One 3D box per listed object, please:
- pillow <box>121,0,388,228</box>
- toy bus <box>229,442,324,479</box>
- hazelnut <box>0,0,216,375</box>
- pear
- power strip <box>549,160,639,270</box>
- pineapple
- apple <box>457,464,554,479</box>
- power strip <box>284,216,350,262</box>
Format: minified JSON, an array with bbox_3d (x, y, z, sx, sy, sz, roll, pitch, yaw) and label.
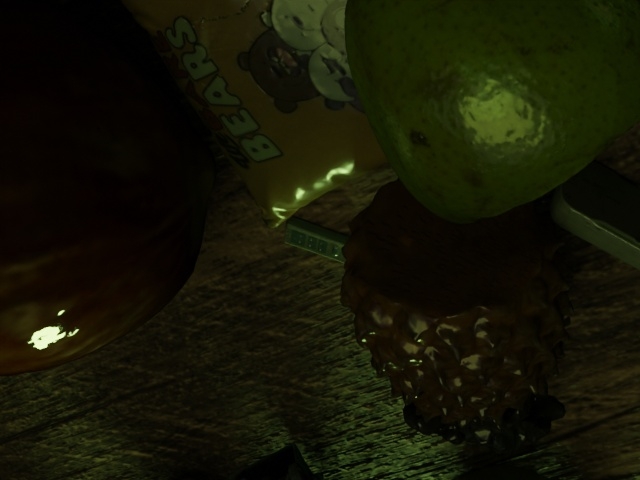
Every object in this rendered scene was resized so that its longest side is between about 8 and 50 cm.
[{"bbox_3d":[-0.010,-0.182,1.354,0.312,0.119,0.310,-22,116,32],"label":"pillow"},{"bbox_3d":[-0.032,0.351,1.657,0.106,0.297,0.131,-28,111,6],"label":"toy bus"},{"bbox_3d":[-0.306,-0.049,1.470,0.420,0.353,0.421,-9,130,-11],"label":"hazelnut"},{"bbox_3d":[0.142,-0.163,1.219,0.288,0.139,0.239,-38,100,15],"label":"pear"},{"bbox_3d":[0.308,0.000,1.366,0.226,0.080,0.029,30,135,3],"label":"power strip"},{"bbox_3d":[0.142,0.104,1.464,0.222,0.223,0.357,9,145,20],"label":"pineapple"},{"bbox_3d":[0.181,0.383,1.610,0.292,0.292,0.254,-24,122,37],"label":"apple"},{"bbox_3d":[0.000,0.000,1.561,0.083,0.017,0.027,20,133,14],"label":"power strip"}]
